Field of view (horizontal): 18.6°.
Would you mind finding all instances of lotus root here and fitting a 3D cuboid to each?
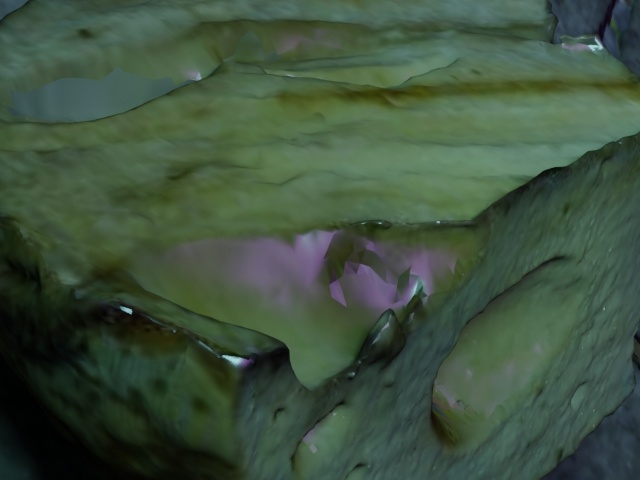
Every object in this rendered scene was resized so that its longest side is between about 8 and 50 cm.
[{"bbox_3d":[0.000,0.006,0.680,0.314,0.142,0.210,-12,41,-41],"label":"lotus root"}]
